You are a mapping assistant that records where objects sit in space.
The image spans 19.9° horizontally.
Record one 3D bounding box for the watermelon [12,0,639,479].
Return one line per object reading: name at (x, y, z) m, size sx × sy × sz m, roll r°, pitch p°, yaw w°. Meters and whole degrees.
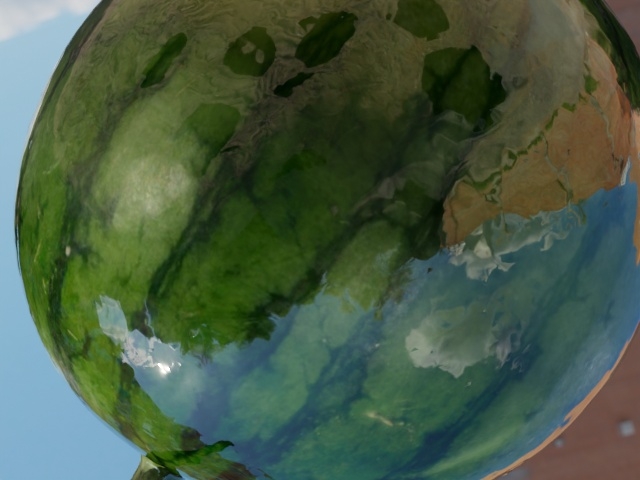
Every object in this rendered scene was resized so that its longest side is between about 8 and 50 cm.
watermelon at (0.000, 0.000, 0.541) m, size 0.214 × 0.188 × 0.188 m, roll -58°, pitch -163°, yaw 6°
